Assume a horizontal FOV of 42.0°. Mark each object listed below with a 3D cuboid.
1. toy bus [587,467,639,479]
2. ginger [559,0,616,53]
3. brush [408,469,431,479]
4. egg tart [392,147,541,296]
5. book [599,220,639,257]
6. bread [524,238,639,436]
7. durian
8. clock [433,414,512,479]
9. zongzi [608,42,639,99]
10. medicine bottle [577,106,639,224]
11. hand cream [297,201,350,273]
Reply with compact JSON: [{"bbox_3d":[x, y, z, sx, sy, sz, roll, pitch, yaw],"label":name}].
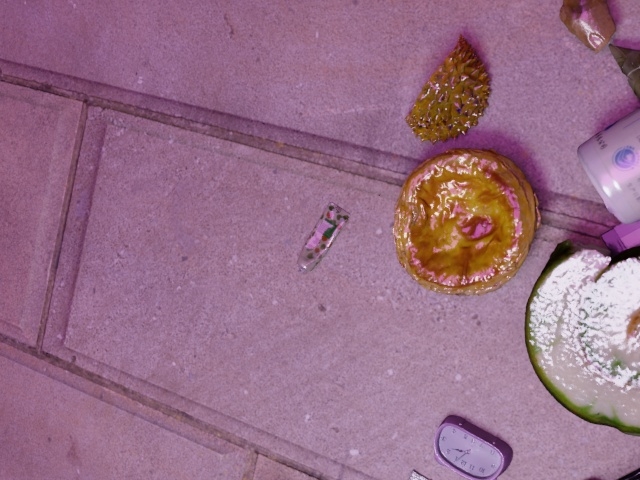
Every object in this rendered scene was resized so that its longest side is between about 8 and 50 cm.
[{"bbox_3d":[0.590,0.456,1.439,0.331,0.145,0.151,-36,87,20],"label":"toy bus"},{"bbox_3d":[0.485,-0.433,1.507,0.095,0.069,0.190,1,93,30],"label":"ginger"},{"bbox_3d":[0.259,0.548,1.677,0.205,0.011,0.083,26,102,22],"label":"brush"},{"bbox_3d":[0.279,-0.033,1.595,0.295,0.116,0.294,-1,89,26],"label":"egg tart"},{"bbox_3d":[0.637,0.002,1.472,0.231,0.026,0.157,-32,76,24],"label":"book"},{"bbox_3d":[0.543,0.148,1.442,0.382,0.129,0.366,50,120,8],"label":"bread"},{"bbox_3d":[0.247,-0.285,1.620,0.182,0.165,0.132,-32,35,1],"label":"durian"},{"bbox_3d":[0.290,0.421,1.635,0.153,0.050,0.110,26,103,23],"label":"clock"},{"bbox_3d":[0.605,-0.333,1.466,0.154,0.062,0.130,-29,67,17],"label":"zongzi"},{"bbox_3d":[0.600,-0.165,1.405,0.293,0.170,0.170,-32,78,22],"label":"medicine bottle"},{"bbox_3d":[0.000,0.000,1.779,0.057,0.037,0.165,35,100,21],"label":"hand cream"}]
